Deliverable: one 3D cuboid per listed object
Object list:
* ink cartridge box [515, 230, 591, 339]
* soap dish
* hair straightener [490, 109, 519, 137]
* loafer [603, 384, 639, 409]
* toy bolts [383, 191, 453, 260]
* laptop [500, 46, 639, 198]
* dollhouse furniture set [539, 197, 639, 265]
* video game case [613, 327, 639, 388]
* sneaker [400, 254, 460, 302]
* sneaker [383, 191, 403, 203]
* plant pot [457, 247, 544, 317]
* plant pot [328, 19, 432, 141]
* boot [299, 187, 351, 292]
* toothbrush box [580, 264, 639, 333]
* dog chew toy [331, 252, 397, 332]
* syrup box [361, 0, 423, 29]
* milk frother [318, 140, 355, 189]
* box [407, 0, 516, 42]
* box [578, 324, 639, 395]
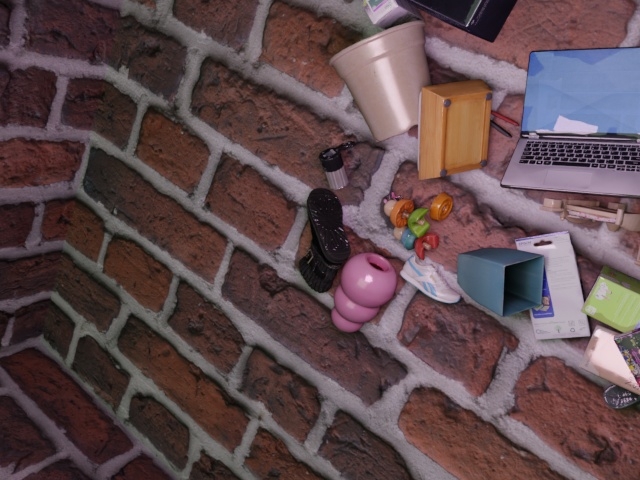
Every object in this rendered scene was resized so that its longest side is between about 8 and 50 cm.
[{"bbox_3d":[0.729,0.139,1.701,0.165,0.065,0.332,-10,93,32],"label":"ink cartridge box"},{"bbox_3d":[0.418,-0.339,1.687,0.118,0.229,0.290,39,137,56],"label":"soap dish"},{"bbox_3d":[0.520,-0.389,1.757,0.230,0.047,0.089,36,113,22],"label":"hair straightener"},{"bbox_3d":[0.976,0.430,1.599,0.268,0.084,0.096,-29,51,27],"label":"loafer"},{"bbox_3d":[0.329,-0.072,1.874,0.158,0.218,0.228,31,146,36],"label":"toy bolts"},{"bbox_3d":[0.744,-0.341,1.528,0.382,0.408,0.236,8,135,30],"label":"laptop"},{"bbox_3d":[0.820,-0.002,1.448,0.303,0.356,0.173,-150,64,-66],"label":"dollhouse furniture set"},{"bbox_3d":[0.910,0.317,1.386,0.210,0.042,0.232,-31,80,30],"label":"video game case"},{"bbox_3d":[0.390,0.137,1.891,0.229,0.087,0.092,33,111,21],"label":"sneaker"},{"bbox_3d":[0.285,-0.133,1.942,0.119,0.047,0.057,34,102,21],"label":"sneaker"},{"bbox_3d":[0.549,0.109,1.712,0.234,0.166,0.165,26,124,58],"label":"plant pot"},{"bbox_3d":[0.232,-0.501,1.781,0.334,0.334,0.305,-16,100,32],"label":"plant pot"},{"bbox_3d":[-0.004,0.001,2.084,0.260,0.131,0.347,117,148,-53],"label":"boot"},{"bbox_3d":[0.903,0.196,1.520,0.283,0.206,0.122,27,110,24],"label":"toothbrush box"},{"bbox_3d":[0.142,0.205,1.993,0.207,0.207,0.331,39,123,20],"label":"dog chew toy"},{"bbox_3d":[0.237,-0.745,1.763,0.093,0.237,0.096,-31,81,31],"label":"syrup box"},{"bbox_3d":[0.077,-0.286,2.017,0.143,0.129,0.134,-16,127,4],"label":"milk frother"},{"bbox_3d":[0.403,-0.752,1.628,0.296,0.294,0.182,37,116,22],"label":"box"},{"bbox_3d":[0.918,0.368,1.526,0.311,0.121,0.148,22,90,42],"label":"box"}]
